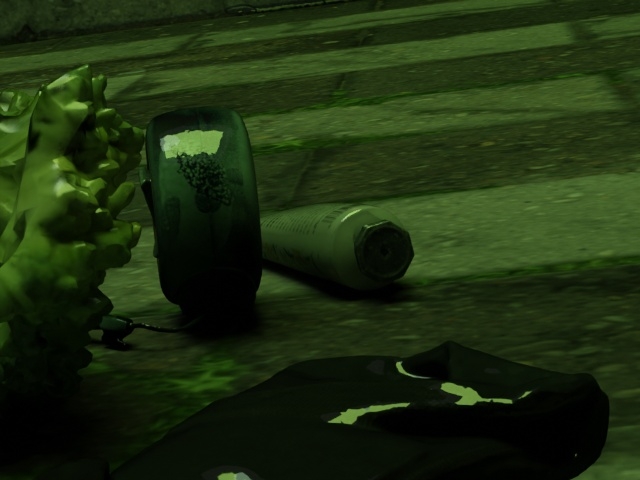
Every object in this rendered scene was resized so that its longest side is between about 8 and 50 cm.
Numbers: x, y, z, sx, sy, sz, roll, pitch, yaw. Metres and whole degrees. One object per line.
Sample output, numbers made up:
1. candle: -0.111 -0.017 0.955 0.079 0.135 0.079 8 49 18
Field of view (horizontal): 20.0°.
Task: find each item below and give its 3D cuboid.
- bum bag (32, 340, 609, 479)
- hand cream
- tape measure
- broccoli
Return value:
1. bum bag: -0.027 0.083 0.506 0.123 0.060 0.248 3 16 39
2. hand cream: 0.000 0.000 0.961 0.067 0.042 0.194 -19 9 -17
3. tape measure: -0.112 -0.008 0.887 0.180 0.107 0.104 -3 16 9
4. broccoli: -0.197 -0.036 0.731 0.247 0.243 0.263 1 10 -36
